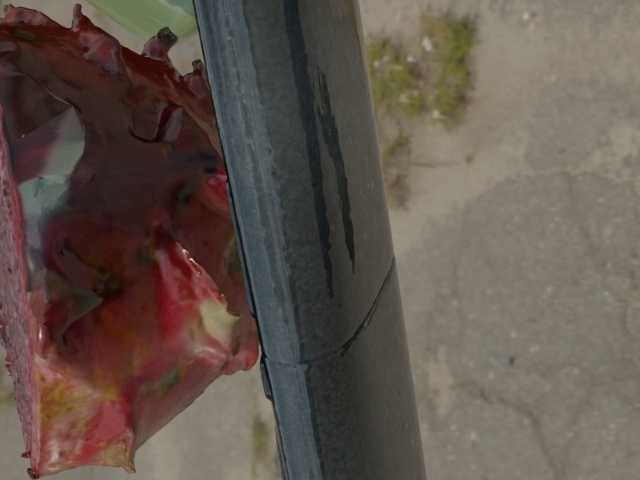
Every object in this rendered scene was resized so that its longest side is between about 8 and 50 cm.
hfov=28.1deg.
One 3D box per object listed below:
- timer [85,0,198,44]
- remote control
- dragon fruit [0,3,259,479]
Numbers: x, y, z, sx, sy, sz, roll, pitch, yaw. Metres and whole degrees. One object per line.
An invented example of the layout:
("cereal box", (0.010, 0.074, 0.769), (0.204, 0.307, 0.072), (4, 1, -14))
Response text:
("timer", (-0.180, -0.324, 0.857), (0.291, 0.315, 0.290), (-46, 30, 37))
("remote control", (0.000, 0.000, 0.458), (0.107, 0.044, 0.377), (-52, -43, -57))
("dragon fruit", (-0.089, -0.029, 0.654), (0.126, 0.161, 0.274), (132, 129, -59))
